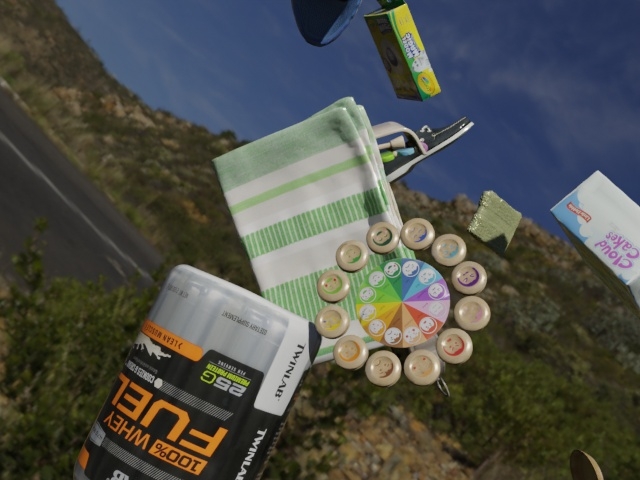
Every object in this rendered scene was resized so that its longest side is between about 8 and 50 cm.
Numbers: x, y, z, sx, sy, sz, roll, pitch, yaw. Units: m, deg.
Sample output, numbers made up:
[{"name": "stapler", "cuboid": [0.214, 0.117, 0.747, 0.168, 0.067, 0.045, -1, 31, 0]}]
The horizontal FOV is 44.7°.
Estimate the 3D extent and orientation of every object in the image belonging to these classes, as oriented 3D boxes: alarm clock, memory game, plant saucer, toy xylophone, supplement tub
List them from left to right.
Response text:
[{"name": "supplement tub", "cuboid": [-0.143, 0.202, 0.862, 0.193, 0.316, 0.193, 24, -7, 3]}, {"name": "toy xylophone", "cuboid": [0.084, -0.194, 1.784, 0.236, 0.322, 0.081, -90, 165, -72]}, {"name": "memory game", "cuboid": [0.082, 0.062, 0.805, 0.186, 0.186, 0.012, 43, -8, 26]}, {"name": "alarm clock", "cuboid": [0.156, 0.178, 1.249, 0.192, 0.064, 0.129, -125, -163, -46]}, {"name": "plant saucer", "cuboid": [0.401, 0.353, 1.164, 0.083, 0.015, 0.083, 170, -90, -79]}]

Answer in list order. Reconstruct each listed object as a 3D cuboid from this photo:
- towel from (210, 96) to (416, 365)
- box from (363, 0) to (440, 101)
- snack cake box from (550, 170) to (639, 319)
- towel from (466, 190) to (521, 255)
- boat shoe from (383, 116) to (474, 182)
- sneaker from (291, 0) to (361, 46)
[{"name": "towel", "cuboid": [0.000, 0.000, 1.058, 0.038, 0.247, 0.325, -19, 88, -64]}, {"name": "box", "cuboid": [0.130, -0.321, 1.288, 0.179, 0.043, 0.105, 66, -11, -19]}, {"name": "snack cake box", "cuboid": [0.443, 0.022, 1.125, 0.152, 0.089, 0.264, 55, 12, 33]}, {"name": "towel", "cuboid": [0.375, -0.036, 1.677, 0.148, 0.110, 0.027, 28, -5, -41]}, {"name": "boat shoe", "cuboid": [0.271, -0.260, 2.122, 0.091, 0.302, 0.114, 58, 10, 4]}, {"name": "sneaker", "cuboid": [0.022, -0.428, 1.136, 0.129, 0.147, 0.330, 15, -48, -3]}]
